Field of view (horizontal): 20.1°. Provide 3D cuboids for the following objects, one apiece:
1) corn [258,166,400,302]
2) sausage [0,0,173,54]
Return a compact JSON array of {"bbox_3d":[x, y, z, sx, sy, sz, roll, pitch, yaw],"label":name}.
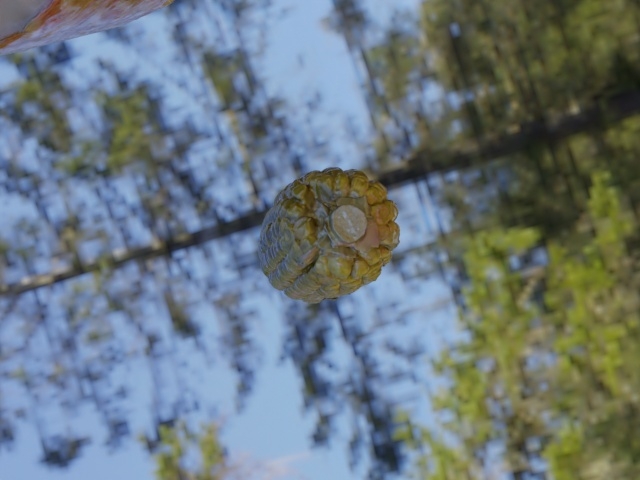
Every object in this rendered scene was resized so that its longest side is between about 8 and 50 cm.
[{"bbox_3d":[0.000,0.000,1.139,0.238,0.080,0.080,142,113,-80],"label":"corn"},{"bbox_3d":[-0.197,-0.229,1.117,0.287,0.233,0.233,-34,-73,-73],"label":"sausage"}]
